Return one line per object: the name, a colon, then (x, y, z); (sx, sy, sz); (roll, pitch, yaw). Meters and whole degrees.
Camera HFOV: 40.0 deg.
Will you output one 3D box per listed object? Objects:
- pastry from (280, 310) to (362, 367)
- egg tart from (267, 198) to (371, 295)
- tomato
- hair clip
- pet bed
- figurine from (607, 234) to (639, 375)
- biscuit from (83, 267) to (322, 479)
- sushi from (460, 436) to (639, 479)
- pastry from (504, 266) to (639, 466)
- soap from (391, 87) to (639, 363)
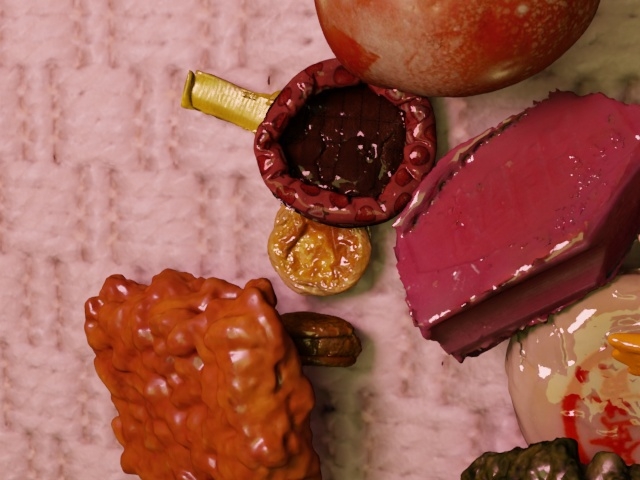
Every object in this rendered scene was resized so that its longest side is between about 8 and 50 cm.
pastry: (-0.006, 0.115, 1.004); (0.109, 0.097, 0.057); (3, 95, -24)
egg tart: (0.000, 0.000, 1.007); (0.130, 0.052, 0.131); (4, 101, 19)
tomato: (0.119, -0.263, 0.803); (0.270, 0.270, 0.223); (-6, 119, 20)
hair clip: (-0.073, -0.145, 1.012); (0.173, 0.046, 0.072); (18, 105, 7)
pet bed: (0.030, -0.107, 0.952); (0.201, 0.053, 0.201); (0, 84, -1)
figurine: (0.379, -0.015, 0.751); (0.187, 0.215, 0.344); (10, 66, 49)
biscuit: (-0.135, 0.193, 1.014); (0.312, 0.110, 0.318); (5, 110, 42)
sushi: (0.287, 0.338, 0.799); (0.351, 0.178, 0.294); (32, 146, -10)
pastry: (0.313, 0.146, 0.881); (0.264, 0.133, 0.265); (2, 95, 20)
soap: (0.211, -0.028, 0.855); (0.289, 0.112, 0.182); (-31, 51, 18)
